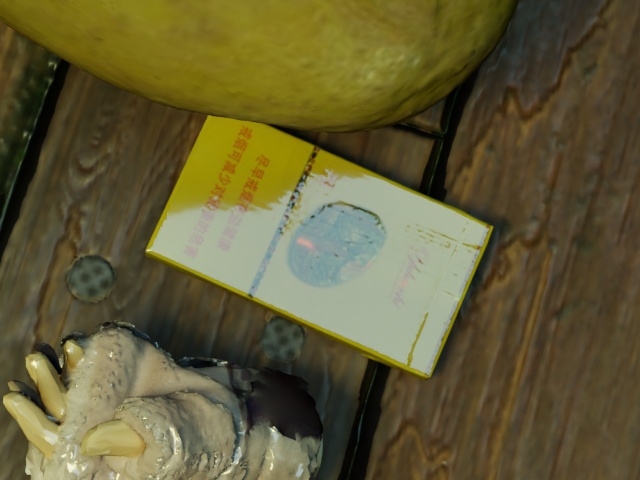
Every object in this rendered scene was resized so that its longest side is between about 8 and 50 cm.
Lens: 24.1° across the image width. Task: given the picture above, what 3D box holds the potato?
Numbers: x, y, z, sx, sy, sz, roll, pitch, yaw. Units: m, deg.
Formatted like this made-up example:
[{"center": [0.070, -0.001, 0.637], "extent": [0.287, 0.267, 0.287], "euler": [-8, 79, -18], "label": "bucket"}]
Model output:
[{"center": [-0.056, -0.225, 0.713], "extent": [0.296, 0.290, 0.397], "euler": [23, 36, -30], "label": "potato"}]

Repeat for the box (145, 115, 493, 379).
[{"center": [0.000, 0.000, 0.752], "extent": [0.155, 0.023, 0.086], "euler": [24, 76, -2], "label": "box"}]

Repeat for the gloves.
[{"center": [-0.072, 0.093, 0.692], "extent": [0.144, 0.110, 0.094], "euler": [16, 121, -3], "label": "gloves"}]
